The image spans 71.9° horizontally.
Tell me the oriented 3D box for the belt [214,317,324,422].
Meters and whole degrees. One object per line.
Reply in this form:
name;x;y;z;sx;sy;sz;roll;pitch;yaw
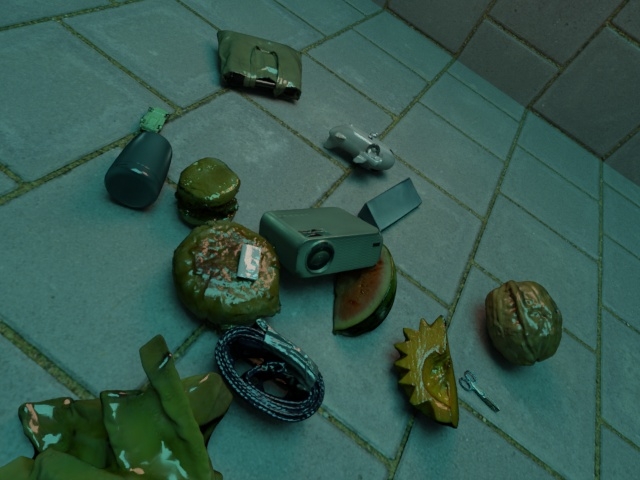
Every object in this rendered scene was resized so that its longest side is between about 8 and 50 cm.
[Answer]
belt;-0.103;0.259;0.873;0.231;0.126;0.139;35;69;0

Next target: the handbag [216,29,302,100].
handbag;-0.206;-0.618;1.561;0.316;0.109;0.253;6;56;-25

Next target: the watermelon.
watermelon;0.138;0.124;1.152;0.128;0.159;0.303;53;33;-38

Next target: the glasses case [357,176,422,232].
glasses case;0.225;-0.111;1.420;0.266;0.056;0.105;-31;96;-42

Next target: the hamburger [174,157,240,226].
hamburger;-0.285;-0.114;1.087;0.185;0.131;0.159;41;54;17

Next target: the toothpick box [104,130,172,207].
toothpick box;-0.428;-0.178;1.063;0.120;0.120;0.184;18;44;-15

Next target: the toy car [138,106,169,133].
toy car;-0.463;-0.335;1.233;0.059;0.035;0.122;19;38;-14

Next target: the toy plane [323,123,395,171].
toy plane;0.137;-0.308;1.489;0.245;0.117;0.244;26;27;-14

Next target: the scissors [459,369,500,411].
scissors;0.405;0.386;1.118;0.058;0.014;0.119;-30;68;-37

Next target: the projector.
projector;0.000;0.000;1.104;0.251;0.108;0.198;-6;25;-34

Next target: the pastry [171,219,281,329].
pastry;-0.206;0.076;0.974;0.236;0.120;0.256;6;53;-20

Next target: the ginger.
ginger;-0.310;0.348;0.627;0.359;0.211;0.413;22;46;-8

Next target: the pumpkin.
pumpkin;0.251;0.323;1.048;0.131;0.149;0.253;-10;51;18

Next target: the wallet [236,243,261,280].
wallet;-0.150;0.046;0.931;0.044;0.011;0.083;13;51;-15

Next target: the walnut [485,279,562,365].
walnut;0.557;0.220;1.217;0.198;0.198;0.244;12;51;-20
